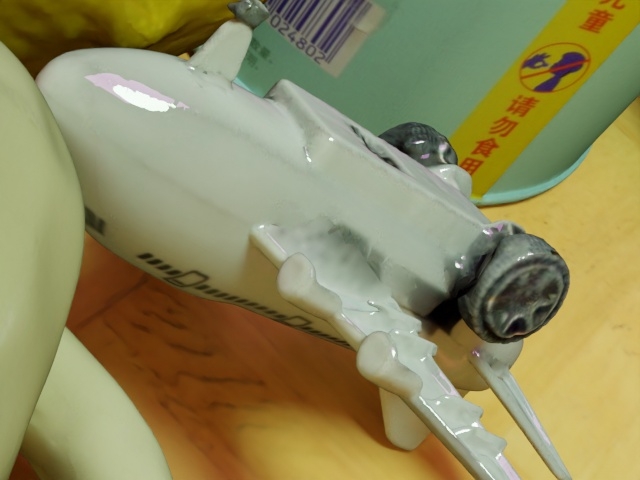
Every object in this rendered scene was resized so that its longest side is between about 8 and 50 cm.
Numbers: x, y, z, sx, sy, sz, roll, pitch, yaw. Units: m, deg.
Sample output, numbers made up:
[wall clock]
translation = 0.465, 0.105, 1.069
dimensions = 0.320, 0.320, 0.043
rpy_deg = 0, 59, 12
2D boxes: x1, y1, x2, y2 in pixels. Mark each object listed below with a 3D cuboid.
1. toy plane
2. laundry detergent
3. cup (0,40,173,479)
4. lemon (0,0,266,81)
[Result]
[toy plane]
translation = 0.004, -0.003, 0.543
dimensions = 0.255, 0.101, 0.251
rpy_deg = 39, 9, -42
[laundry detergent]
translation = 0.098, -0.217, 0.705
dimensions = 0.287, 0.305, 0.287
rpy_deg = 20, 45, -21
[cup]
translation = -0.124, 0.049, 0.410
dimensions = 0.255, 0.173, 0.202
rpy_deg = 25, 45, -15
[lemon]
translation = -0.103, -0.166, 0.550
dimensions = 0.233, 0.288, 0.233
rpy_deg = 44, 39, -52
